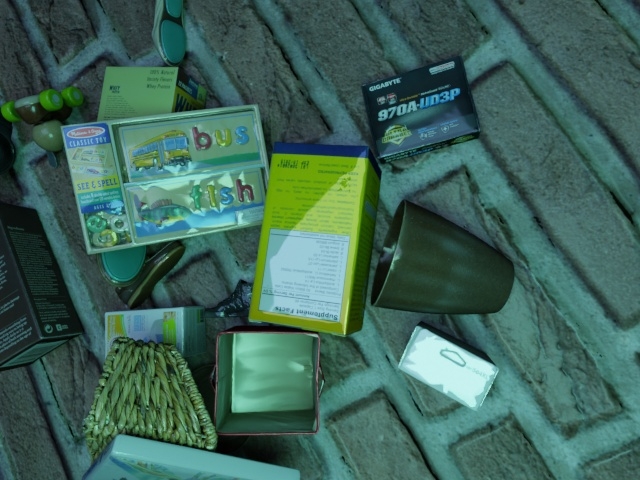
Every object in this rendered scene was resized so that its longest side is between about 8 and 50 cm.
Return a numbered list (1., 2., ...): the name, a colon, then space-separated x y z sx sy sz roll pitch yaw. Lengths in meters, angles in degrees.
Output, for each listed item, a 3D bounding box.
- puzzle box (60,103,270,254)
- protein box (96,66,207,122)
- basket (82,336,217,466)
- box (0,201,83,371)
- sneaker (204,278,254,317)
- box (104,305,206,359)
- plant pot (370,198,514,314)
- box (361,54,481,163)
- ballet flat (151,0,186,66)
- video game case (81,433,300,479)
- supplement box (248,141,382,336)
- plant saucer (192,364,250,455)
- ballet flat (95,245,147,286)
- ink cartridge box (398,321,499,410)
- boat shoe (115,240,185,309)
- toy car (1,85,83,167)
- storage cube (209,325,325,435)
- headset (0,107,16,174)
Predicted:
1. puzzle box: -0.313 -0.138 1.012 0.410 0.052 0.271 -11 94 -13
2. protein box: -0.407 -0.295 1.126 0.200 0.136 0.200 6 86 16
3. basket: -0.315 0.328 0.925 0.223 0.299 0.213 12 49 -12
4. box: -0.780 0.114 1.177 0.191 0.143 0.381 -30 79 10
5. sneaker: -0.183 0.130 1.064 0.171 0.051 0.088 -4 82 10
6. box: -0.380 0.214 1.076 0.204 0.103 0.114 -5 82 14
7. plant pot: 0.238 0.056 0.896 0.231 0.215 0.215 17 88 2
8. box: 0.214 -0.279 1.006 0.221 0.051 0.174 -13 80 13
9. ballet flat: -0.393 -0.554 1.193 0.087 0.086 0.248 -1 82 15
10. video game case: -0.252 0.449 0.871 0.300 0.329 0.036 -47 29 41
11. supplement box: 0.000 0.000 0.955 0.195 0.195 0.355 7 84 16
12. plant saucer: -0.230 0.379 1.052 0.199 0.036 0.198 -2 84 14
13. ballet flat: -0.490 -0.029 1.114 0.124 0.116 0.341 -35 58 38
14. ink cartridge box: 0.232 0.222 0.863 0.148 0.203 0.085 26 90 16
15. boat shoe: -0.414 0.071 1.117 0.207 0.073 0.073 -46 77 5
16. toy car: -0.703 -0.291 1.231 0.155 0.149 0.188 -9 110 17
17. storage cube: -0.100 0.265 0.928 0.215 0.193 0.183 0 84 -1
18. headset: -0.949 -0.218 1.213 0.244 0.185 0.393 -23 60 12
